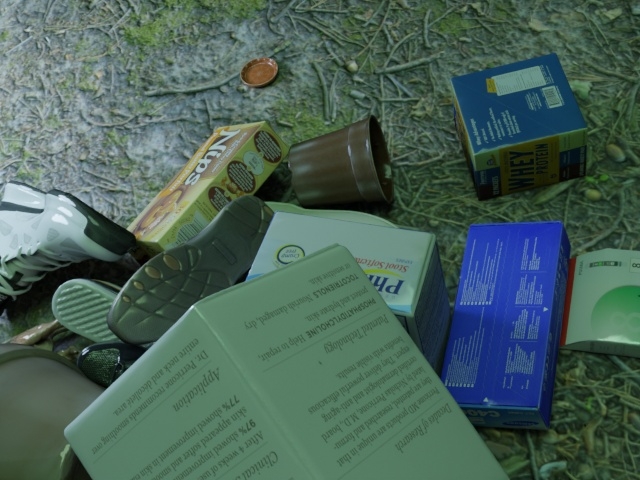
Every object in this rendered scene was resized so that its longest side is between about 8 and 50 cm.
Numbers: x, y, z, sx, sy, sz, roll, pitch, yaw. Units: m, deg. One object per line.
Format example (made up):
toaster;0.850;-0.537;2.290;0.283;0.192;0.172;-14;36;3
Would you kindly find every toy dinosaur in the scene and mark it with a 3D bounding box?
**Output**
toy dinosaur;-0.522;0.229;1.690;0.200;0.127;0.295;-16;37;30

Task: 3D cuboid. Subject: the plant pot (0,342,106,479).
plant pot;-0.394;0.322;1.412;0.280;0.323;0.323;2;53;39

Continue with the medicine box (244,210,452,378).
medicine box;0.056;0.107;1.520;0.264;0.289;0.149;9;57;20

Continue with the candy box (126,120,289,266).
candy box;-0.219;-0.085;1.809;0.316;0.087;0.183;-50;28;-22

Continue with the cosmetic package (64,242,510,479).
cosmetic package;-0.043;0.278;1.250;0.329;0.327;0.393;-41;79;33

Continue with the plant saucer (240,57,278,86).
plant saucer;-0.131;-0.361;2.079;0.084;0.013;0.083;-7;53;9

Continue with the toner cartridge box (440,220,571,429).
toner cartridge box;0.301;0.130;1.561;0.165;0.075;0.347;-2;53;28

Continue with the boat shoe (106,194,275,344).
boat shoe;-0.211;0.064;1.617;0.355;0.130;0.132;-38;89;-33

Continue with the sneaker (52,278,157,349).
sneaker;-0.301;0.164;1.667;0.321;0.127;0.126;35;94;3

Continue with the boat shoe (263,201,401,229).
boat shoe;0.002;-0.002;1.739;0.305;0.091;0.109;9;24;18

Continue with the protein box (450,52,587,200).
protein box;0.361;-0.209;1.770;0.201;0.136;0.199;-13;53;4

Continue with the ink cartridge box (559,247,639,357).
ink cartridge box;0.435;0.094;1.586;0.225;0.056;0.181;6;56;16

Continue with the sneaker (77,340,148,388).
sneaker;-0.292;0.226;1.546;0.228;0.130;0.087;22;95;4

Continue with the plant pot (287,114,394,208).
plant pot;0.036;-0.136;1.792;0.165;0.167;0.167;-11;53;16

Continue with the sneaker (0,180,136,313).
sneaker;-0.510;0.046;1.756;0.447;0.169;0.257;12;70;51
